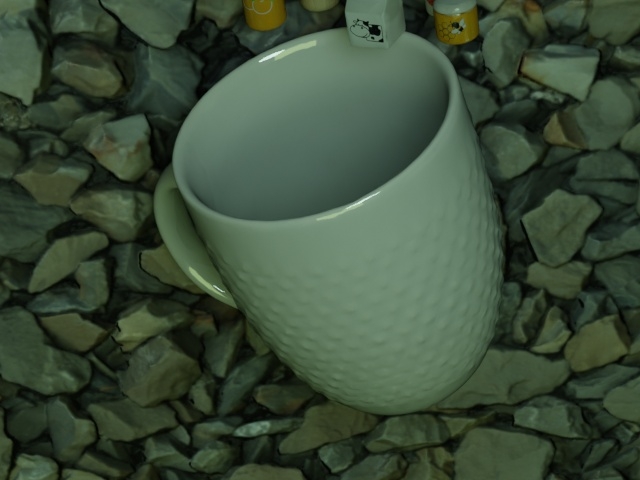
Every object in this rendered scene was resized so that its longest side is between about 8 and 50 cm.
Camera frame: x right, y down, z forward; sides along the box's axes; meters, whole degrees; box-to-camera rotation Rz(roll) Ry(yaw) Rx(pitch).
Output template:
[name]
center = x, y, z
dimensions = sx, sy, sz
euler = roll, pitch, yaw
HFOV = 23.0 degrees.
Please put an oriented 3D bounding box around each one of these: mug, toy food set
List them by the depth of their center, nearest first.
[toy food set]
center = 0.040, -0.251, 1.440
dimensions = 0.232, 0.111, 0.104
euler = 10, 130, 28
[mug]
center = 0.000, 0.000, 1.552
dimensions = 0.374, 0.276, 0.328
euler = 6, 138, 30
